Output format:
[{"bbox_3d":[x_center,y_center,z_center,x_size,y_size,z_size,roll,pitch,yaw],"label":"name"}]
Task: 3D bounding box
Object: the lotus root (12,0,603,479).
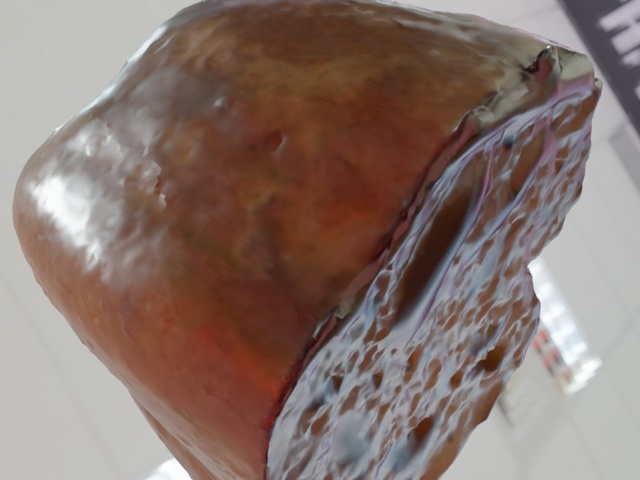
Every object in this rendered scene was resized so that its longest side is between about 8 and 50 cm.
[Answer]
[{"bbox_3d":[0.000,0.000,0.954,0.250,0.316,0.316,32,-174,32],"label":"lotus root"}]
